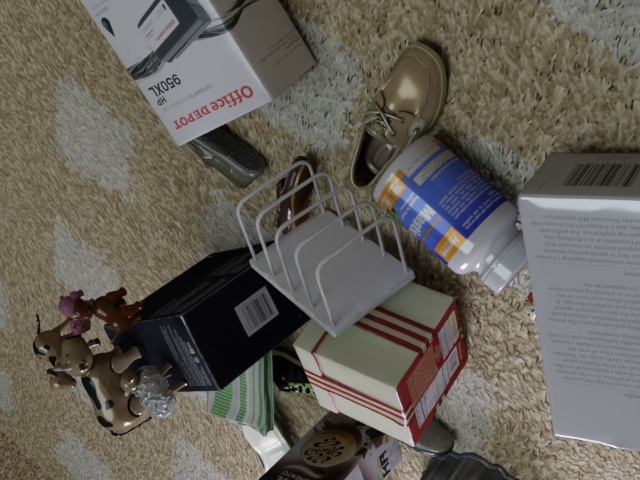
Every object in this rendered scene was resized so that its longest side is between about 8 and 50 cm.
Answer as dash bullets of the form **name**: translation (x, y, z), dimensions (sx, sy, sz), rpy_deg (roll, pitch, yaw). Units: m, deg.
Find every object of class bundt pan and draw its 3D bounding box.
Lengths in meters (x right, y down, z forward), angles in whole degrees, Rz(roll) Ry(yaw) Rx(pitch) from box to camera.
- **bundt pan**: translation (0.323, 0.616, 2.112), dimensions (0.331, 0.124, 0.330), rpy_deg (24, 132, 29)

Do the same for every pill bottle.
- **pill bottle**: translation (0.234, -0.039, 1.682), dimensions (0.272, 0.152, 0.152), rpy_deg (43, 140, 13)

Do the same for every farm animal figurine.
- **farm animal figurine**: translation (-0.465, 0.257, 2.030), dimensions (0.326, 0.172, 0.330), rpy_deg (57, 141, -1)

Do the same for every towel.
- **towel**: translation (-0.197, 0.318, 2.346), dimensions (0.325, 0.038, 0.247), rpy_deg (-1, 91, 61)

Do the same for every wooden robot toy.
- **wooden robot toy**: translation (0.399, 0.090, 1.689), dimensions (0.079, 0.076, 0.173), rpy_deg (27, 136, 12)

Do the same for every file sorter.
- **file sorter**: translation (0.000, 0.000, 1.829), dimensions (0.278, 0.193, 0.173), rpy_deg (37, 154, 43)

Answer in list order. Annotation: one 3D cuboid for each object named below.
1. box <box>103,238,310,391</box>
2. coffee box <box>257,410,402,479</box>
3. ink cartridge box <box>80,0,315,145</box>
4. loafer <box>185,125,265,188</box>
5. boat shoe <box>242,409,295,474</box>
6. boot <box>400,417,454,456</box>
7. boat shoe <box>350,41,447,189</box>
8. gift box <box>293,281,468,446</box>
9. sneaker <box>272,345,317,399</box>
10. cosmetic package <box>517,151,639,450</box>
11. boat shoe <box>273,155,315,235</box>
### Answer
- **box**: translation (-0.223, 0.161, 2.128), dimensions (0.313, 0.343, 0.178), rpy_deg (-10, 110, 49)
- **coffee box**: translation (0.022, 0.506, 2.183), dimensions (0.168, 0.297, 0.118), rpy_deg (11, 126, 39)
- **ink cartridge box**: translation (-0.238, -0.405, 1.807), dimensions (0.286, 0.166, 0.394), rpy_deg (-18, 112, 43)
- **loafer**: translation (-0.231, -0.191, 2.065), dimensions (0.251, 0.094, 0.087), rpy_deg (40, 135, 14)
- **boat shoe**: translation (-0.107, 0.532, 2.493), dimensions (0.109, 0.091, 0.305), rpy_deg (-21, 113, 6)
- **boot**: translation (0.187, 0.330, 2.068), dimensions (0.247, 0.083, 0.161), rpy_deg (35, 132, 19)
- **boat shoe**: translation (0.125, -0.203, 1.706), dimensions (0.109, 0.098, 0.302), rpy_deg (40, 139, 15)
- **gift box**: translation (0.119, 0.200, 1.908), dimensions (0.258, 0.276, 0.255), rpy_deg (20, 144, 29)
- **sneaker**: translation (-0.054, 0.330, 2.282), dimensions (0.235, 0.097, 0.084), rpy_deg (25, 134, 30)
- **cosmetic package**: translation (0.465, 0.097, 1.533), dimensions (0.230, 0.161, 0.453), rpy_deg (4, 121, 32)
- **boat shoe**: translation (-0.060, -0.089, 1.993), dimensions (0.073, 0.073, 0.207), rpy_deg (31, 136, 21)
